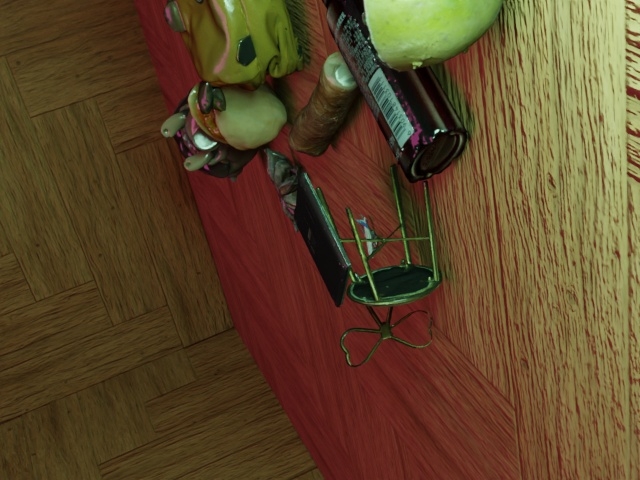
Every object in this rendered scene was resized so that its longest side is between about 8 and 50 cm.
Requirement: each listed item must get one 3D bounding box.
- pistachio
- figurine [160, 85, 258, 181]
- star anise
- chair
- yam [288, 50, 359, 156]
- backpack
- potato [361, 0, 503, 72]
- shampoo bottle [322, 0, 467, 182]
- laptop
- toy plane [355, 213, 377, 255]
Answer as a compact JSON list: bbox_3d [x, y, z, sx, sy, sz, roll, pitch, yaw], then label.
[{"bbox_3d":[-0.165,-0.263,1.810,0.229,0.157,0.157,4,-125,-57],"label":"pistachio"},{"bbox_3d":[-0.249,-0.260,2.069,0.248,0.203,0.380,60,-179,-3],"label":"figurine"},{"bbox_3d":[-0.069,-0.116,1.962,0.195,0.065,0.182,55,166,30],"label":"star anise"},{"bbox_3d":[0.108,0.062,1.367,0.170,0.159,0.326,-141,36,-65],"label":"chair"},{"bbox_3d":[0.008,-0.218,1.482,0.357,0.081,0.081,128,119,-73],"label":"yam"},{"bbox_3d":[-0.180,-0.427,1.626,0.378,0.201,0.354,-145,38,-67],"label":"backpack"},{"bbox_3d":[0.122,-0.266,0.873,0.117,0.182,0.202,7,104,33],"label":"potato"},{"bbox_3d":[0.079,-0.239,1.159,0.129,0.084,0.323,104,143,-64],"label":"shampoo bottle"},{"bbox_3d":[0.000,0.000,1.362,0.129,0.016,0.180,99,149,-57],"label":"laptop"},{"bbox_3d":[0.086,-0.007,1.603,0.078,0.024,0.084,39,155,62],"label":"toy plane"}]
